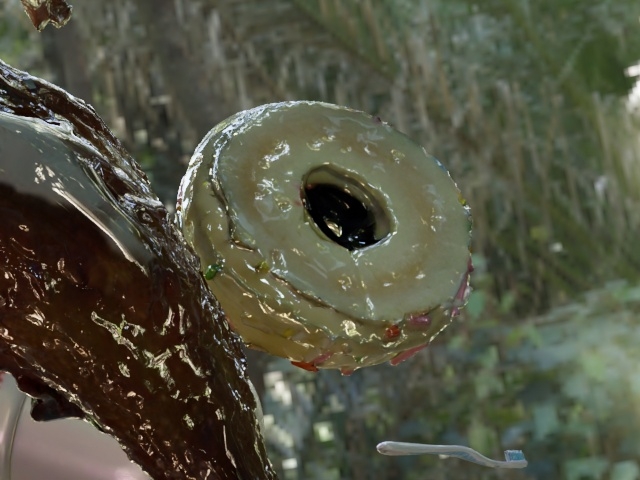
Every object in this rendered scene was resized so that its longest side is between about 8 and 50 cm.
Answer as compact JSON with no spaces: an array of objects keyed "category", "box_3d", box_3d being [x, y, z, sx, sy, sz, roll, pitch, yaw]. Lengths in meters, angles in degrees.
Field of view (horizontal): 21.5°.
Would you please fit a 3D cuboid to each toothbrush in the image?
[{"category":"toothbrush","box_3d":[0.107,0.172,1.342,0.162,0.017,0.014,9,-35,-40]}]

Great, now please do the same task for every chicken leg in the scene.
[{"category":"chicken leg","box_3d":[-0.104,0.022,0.544,0.407,0.158,0.096,39,-39,-10]}]

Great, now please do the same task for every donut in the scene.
[{"category":"donut","box_3d":[0.000,0.000,0.921,0.175,0.174,0.068,-3,-34,-30]}]

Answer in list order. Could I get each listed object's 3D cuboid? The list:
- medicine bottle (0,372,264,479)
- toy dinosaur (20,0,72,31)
[{"category":"medicine bottle","box_3d":[-0.196,0.083,0.989,0.341,0.130,0.130,18,-5,15]},{"category":"toy dinosaur","box_3d":[-0.282,-0.328,1.691,0.097,0.208,0.432,2,-4,-4]}]
